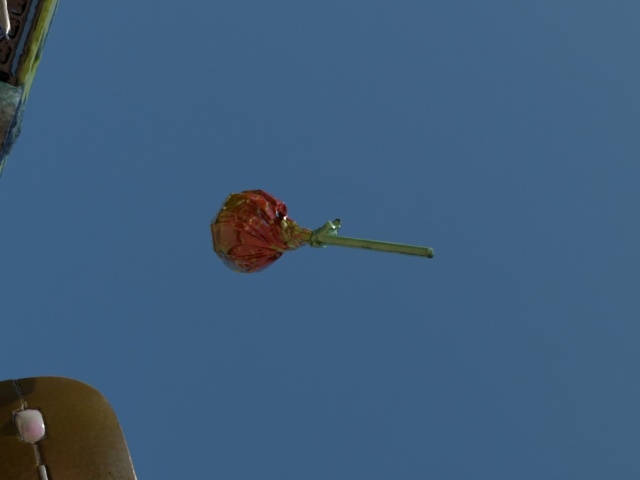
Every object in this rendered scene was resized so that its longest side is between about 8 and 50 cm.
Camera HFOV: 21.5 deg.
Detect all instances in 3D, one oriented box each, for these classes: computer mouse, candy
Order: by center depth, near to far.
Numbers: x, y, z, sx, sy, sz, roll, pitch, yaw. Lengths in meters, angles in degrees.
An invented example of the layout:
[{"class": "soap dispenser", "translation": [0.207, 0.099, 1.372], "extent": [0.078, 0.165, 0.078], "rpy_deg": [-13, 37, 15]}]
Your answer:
[{"class": "computer mouse", "translation": [-0.177, 0.198, 1.102], "extent": [0.056, 0.126, 0.245], "rpy_deg": [116, -36, -57]}, {"class": "candy", "translation": [0.000, 0.000, 1.144], "extent": [0.201, 0.060, 0.060], "rpy_deg": [6, -85, 44]}]

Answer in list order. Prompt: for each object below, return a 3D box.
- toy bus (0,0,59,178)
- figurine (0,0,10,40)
[{"class": "toy bus", "translation": [-0.224, -0.114, 0.989], "extent": [0.128, 0.150, 0.262], "rpy_deg": [18, -103, -9]}, {"class": "figurine", "translation": [-0.286, -0.138, 0.675], "extent": [0.308, 0.143, 0.309], "rpy_deg": [0, -87, -5]}]
